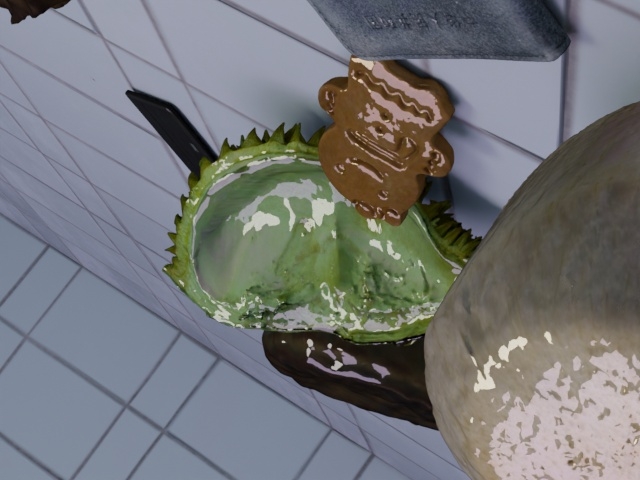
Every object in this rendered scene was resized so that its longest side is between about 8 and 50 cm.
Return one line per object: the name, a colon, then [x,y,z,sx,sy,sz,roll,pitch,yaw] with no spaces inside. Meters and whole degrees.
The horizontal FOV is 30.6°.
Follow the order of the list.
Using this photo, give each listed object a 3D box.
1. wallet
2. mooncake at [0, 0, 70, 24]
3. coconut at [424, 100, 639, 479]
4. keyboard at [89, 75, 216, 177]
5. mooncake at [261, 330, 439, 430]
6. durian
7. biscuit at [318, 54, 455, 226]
wallet: [0.053,-0.187,0.820,0.167,0.036,0.222,46,162,-33]
mooncake: [-0.271,-0.316,0.859,0.324,0.187,0.324,33,167,8]
coconut: [0.228,0.056,0.735,0.329,0.329,0.329,33,165,10]
keyboard: [-0.190,-0.132,1.550,0.103,0.041,0.381,23,167,38]
mooncake: [0.077,0.113,1.363,0.290,0.161,0.290,20,167,5]
durian: [-0.005,-0.005,1.181,0.394,0.198,0.163,10,160,31]
biscuit: [0.050,-0.089,1.028,0.133,0.027,0.184,39,143,-1]
